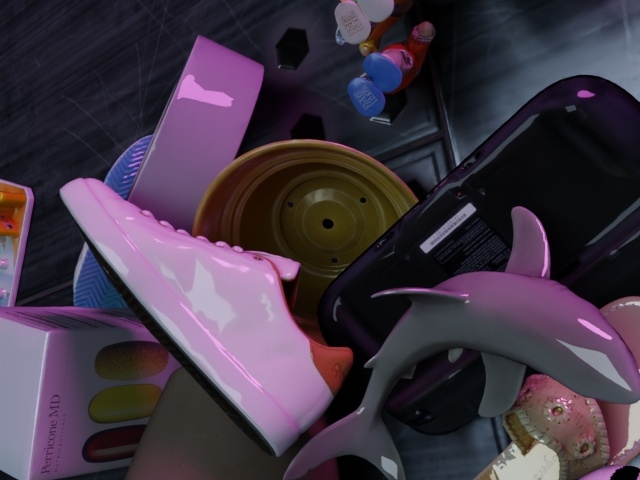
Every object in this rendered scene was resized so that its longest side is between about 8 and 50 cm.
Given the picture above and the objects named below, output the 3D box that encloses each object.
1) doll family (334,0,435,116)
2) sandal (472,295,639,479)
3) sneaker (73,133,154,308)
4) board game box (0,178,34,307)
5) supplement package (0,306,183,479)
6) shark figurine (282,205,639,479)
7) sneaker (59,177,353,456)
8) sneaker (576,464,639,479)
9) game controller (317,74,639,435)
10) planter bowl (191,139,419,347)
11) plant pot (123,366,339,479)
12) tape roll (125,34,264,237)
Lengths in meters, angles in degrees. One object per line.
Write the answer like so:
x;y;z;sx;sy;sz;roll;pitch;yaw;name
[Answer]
0.099;-0.228;0.647;0.263;0.163;0.118;-37;97;28;doll family
0.162;0.145;0.551;0.088;0.079;0.240;43;110;29;sandal
-0.229;-0.022;0.911;0.229;0.087;0.092;-65;22;-3;sneaker
-0.604;0.077;1.212;0.390;0.050;0.390;15;95;37;board game box
-0.214;0.143;0.786;0.134;0.244;0.139;8;91;38;supplement package
0.069;0.071;0.549;0.278;0.116;0.166;-38;49;44;shark figurine
-0.093;0.036;0.654;0.123;0.106;0.290;-42;76;-18;sneaker
0.163;0.307;0.510;0.236;0.130;0.323;-24;96;43;sneaker
0.140;0.024;0.616;0.166;0.067;0.319;49;115;5;game controller
0.000;0.000;0.710;0.217;0.090;0.217;4;115;9;planter bowl
-0.080;0.238;0.699;0.263;0.263;0.229;-14;60;36;plant pot
-0.134;-0.089;0.780;0.219;0.072;0.219;-58;18;31;tape roll
